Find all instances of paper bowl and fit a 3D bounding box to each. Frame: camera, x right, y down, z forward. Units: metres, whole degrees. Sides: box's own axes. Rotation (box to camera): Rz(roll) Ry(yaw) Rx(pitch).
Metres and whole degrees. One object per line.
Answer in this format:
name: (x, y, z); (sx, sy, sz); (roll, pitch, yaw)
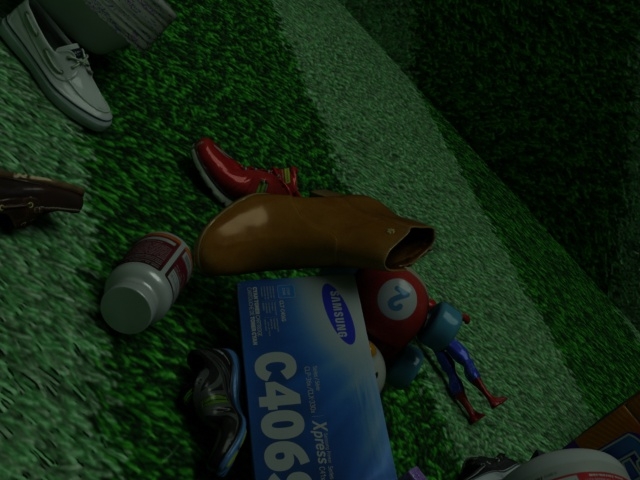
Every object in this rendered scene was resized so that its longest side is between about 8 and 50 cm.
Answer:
paper bowl: (-0.380, -0.413, 1.517); (0.284, 0.148, 0.284); (44, 3, -3)

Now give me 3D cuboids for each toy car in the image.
toy car: (0.058, 0.160, 1.372); (0.219, 0.210, 0.238); (33, 37, -6)

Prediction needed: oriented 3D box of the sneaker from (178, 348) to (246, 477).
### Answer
sneaker: (-0.133, 0.205, 1.133); (0.078, 0.067, 0.188); (12, 38, -21)

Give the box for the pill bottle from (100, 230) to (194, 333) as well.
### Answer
pill bottle: (-0.218, 0.053, 1.180); (0.086, 0.086, 0.152); (43, 23, -9)

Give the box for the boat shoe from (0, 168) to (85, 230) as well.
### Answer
boat shoe: (-0.371, -0.047, 1.114); (0.207, 0.073, 0.073); (10, 80, -50)

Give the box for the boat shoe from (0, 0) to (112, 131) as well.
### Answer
boat shoe: (-0.388, -0.265, 1.414); (0.226, 0.076, 0.083); (46, 23, -4)

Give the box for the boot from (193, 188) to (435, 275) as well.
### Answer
boot: (0.001, 0.001, 1.268); (0.211, 0.104, 0.295); (21, 30, 40)

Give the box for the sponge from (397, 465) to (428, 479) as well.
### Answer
sponge: (0.141, 0.405, 1.196); (0.210, 0.117, 0.031); (52, 22, 14)

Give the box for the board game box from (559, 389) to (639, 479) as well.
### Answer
board game box: (0.767, 0.449, 1.912); (0.356, 0.356, 0.356); (54, 24, 17)

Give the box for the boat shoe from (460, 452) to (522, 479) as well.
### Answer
boat shoe: (0.263, 0.379, 1.514); (0.076, 0.080, 0.228); (39, 20, 29)

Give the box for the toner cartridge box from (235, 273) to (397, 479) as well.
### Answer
toner cartridge box: (-0.013, 0.197, 1.173); (0.165, 0.075, 0.348); (-3, 46, -9)

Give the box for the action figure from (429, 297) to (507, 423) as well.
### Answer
action figure: (0.249, 0.195, 1.765); (0.280, 0.091, 0.139); (55, 30, 15)

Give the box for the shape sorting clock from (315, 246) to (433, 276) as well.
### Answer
shape sorting clock: (0.093, 0.039, 1.615); (0.206, 0.206, 0.040); (1, 73, -60)

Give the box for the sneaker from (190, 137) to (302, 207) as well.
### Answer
sneaker: (-0.094, -0.094, 1.595); (0.279, 0.118, 0.107); (38, 24, -20)

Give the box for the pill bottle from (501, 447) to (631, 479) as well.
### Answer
pill bottle: (0.396, 0.517, 1.317); (0.229, 0.229, 0.408); (32, 28, -32)

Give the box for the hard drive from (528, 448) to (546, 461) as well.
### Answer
hard drive: (0.459, 0.505, 1.670); (0.172, 0.054, 0.255); (29, 29, -36)
